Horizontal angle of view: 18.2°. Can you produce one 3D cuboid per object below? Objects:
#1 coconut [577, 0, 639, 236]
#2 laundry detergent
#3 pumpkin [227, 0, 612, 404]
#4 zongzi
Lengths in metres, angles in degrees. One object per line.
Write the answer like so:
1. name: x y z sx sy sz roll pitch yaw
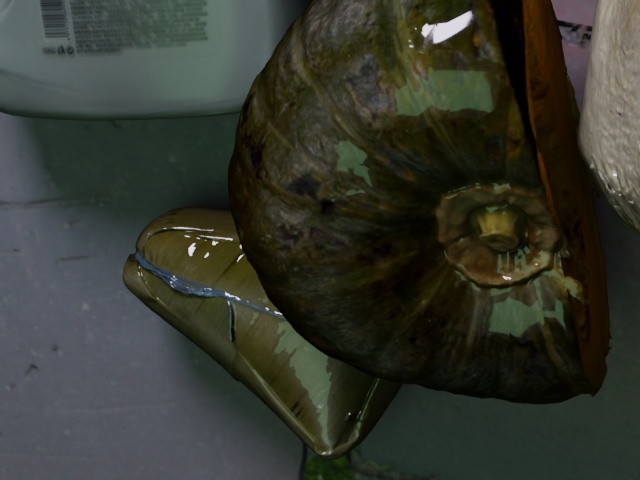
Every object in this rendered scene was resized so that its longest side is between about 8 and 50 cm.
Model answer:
1. coconut: 0.281 -0.112 1.225 0.245 0.245 0.247 8 90 18
2. laundry detergent: -0.152 -0.287 1.385 0.264 0.125 0.398 0 109 23
3. pumpkin: 0.060 -0.049 1.296 0.232 0.242 0.325 -4 116 18
4. zongzi: 0.000 0.000 1.453 0.228 0.115 0.256 39 106 11
